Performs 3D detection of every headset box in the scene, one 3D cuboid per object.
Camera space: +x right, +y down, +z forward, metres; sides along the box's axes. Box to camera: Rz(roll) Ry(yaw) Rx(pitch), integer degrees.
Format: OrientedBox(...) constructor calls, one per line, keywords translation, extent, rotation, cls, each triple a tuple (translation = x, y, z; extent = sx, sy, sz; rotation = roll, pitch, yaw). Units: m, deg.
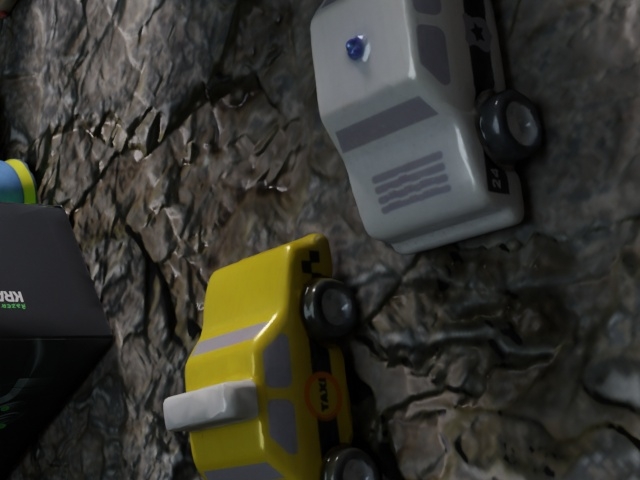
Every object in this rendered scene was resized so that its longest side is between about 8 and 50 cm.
OrientedBox(translation=(-0.325, 0.091, 0.819), extent=(0.283, 0.246, 0.131), rotation=(-49, 55, 34), cls="headset box")

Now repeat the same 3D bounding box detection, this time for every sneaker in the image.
OrientedBox(translation=(-0.319, -0.008, 0.936), extent=(0.209, 0.082, 0.069), rotation=(-30, 81, 43), cls="sneaker")

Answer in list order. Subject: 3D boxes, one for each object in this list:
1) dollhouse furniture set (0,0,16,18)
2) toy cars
OrientedBox(translation=(-0.353, -0.221, 0.961), extent=(0.183, 0.129, 0.129), rotation=(-48, 55, 32), cls="dollhouse furniture set")
OrientedBox(translation=(0.000, 0.000, 0.593), extent=(0.176, 0.087, 0.393), rotation=(38, 114, 42), cls="toy cars")
